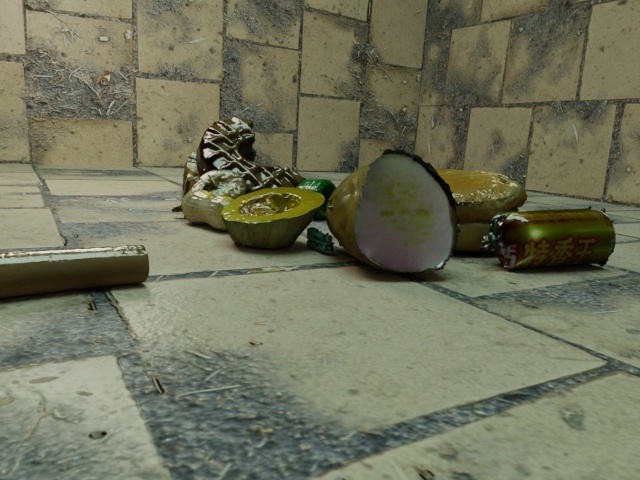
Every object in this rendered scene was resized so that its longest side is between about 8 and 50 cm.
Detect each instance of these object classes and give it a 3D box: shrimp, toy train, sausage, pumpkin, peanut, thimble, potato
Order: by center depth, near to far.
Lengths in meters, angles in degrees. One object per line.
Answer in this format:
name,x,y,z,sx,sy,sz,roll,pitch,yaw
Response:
sausage,-0.378,0.044,0.686,0.301,0.066,0.066,-2,13,-39
potato,0.115,-0.044,1.011,0.229,0.229,0.266,1,-4,-13
sausage,0.450,-0.007,1.056,0.317,0.125,0.117,-2,12,-24
toy train,0.000,0.000,1.073,0.029,0.045,0.092,-5,11,-29
pumpkin,-0.102,-0.036,1.106,0.217,0.110,0.217,0,23,0
peanut,-0.266,-0.074,1.254,0.206,0.087,0.087,17,17,42
shrimp,-0.301,-0.123,1.396,0.217,0.051,0.115,-29,69,-25
thimble,-0.014,-0.119,1.491,0.090,0.118,0.130,6,-10,31

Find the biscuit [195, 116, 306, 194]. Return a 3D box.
biscuit,-0.227,-0.222,1.567,0.366,0.115,0.268,43,45,17

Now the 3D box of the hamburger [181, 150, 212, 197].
hamburger,-0.335,-0.191,1.667,0.207,0.135,0.155,3,-31,-17

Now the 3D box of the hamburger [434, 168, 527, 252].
hamburger,0.303,-0.077,1.231,0.284,0.174,0.304,-2,13,-18
